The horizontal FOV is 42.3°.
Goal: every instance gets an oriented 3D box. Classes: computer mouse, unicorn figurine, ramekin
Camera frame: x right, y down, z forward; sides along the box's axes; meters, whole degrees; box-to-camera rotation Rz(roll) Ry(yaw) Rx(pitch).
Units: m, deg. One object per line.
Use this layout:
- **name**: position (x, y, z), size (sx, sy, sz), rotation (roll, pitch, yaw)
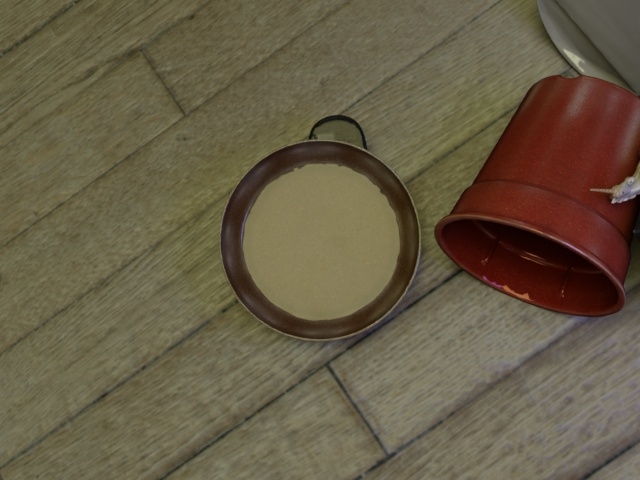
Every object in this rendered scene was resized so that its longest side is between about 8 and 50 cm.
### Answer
- **computer mouse**: position (0.000, -0.063, 1.339), size (0.184, 0.060, 0.261), rotation (-11, 84, 5)
- **unicorn figurine**: position (0.422, -0.098, 1.037), size (0.111, 0.162, 0.060), rotation (-31, 99, 42)
- **ramekin**: position (0.456, -0.357, 1.218), size (0.127, 0.273, 0.273), rotation (-37, 70, -13)

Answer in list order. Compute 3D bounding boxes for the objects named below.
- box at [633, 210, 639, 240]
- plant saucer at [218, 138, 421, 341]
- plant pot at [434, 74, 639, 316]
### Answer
- **box**: position (0.604, -0.112, 1.015), size (0.179, 0.313, 0.343), rotation (42, 57, -18)
- **plant saucer**: position (0.000, 0.000, 1.279), size (0.311, 0.050, 0.310), rotation (0, 85, 6)
- **plant pot**: position (0.339, -0.072, 1.172), size (0.273, 0.272, 0.265), rotation (22, 72, 17)
